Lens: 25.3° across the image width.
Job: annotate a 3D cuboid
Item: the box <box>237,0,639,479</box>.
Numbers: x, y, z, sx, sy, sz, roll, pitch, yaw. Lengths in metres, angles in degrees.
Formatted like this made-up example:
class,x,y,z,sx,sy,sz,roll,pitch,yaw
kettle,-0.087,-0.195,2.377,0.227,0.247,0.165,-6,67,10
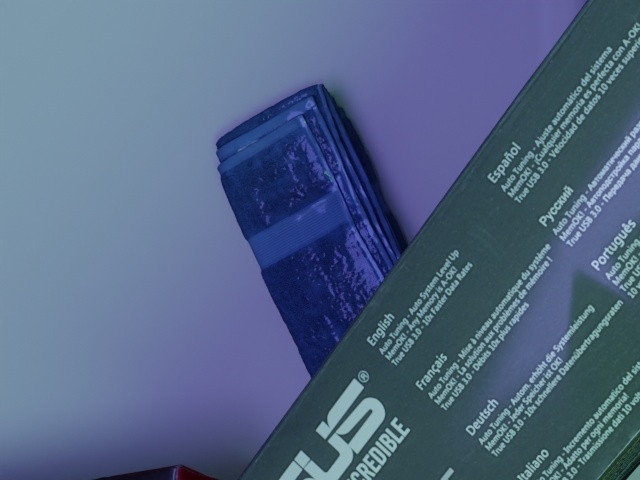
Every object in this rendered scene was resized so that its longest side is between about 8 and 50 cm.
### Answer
class,x,y,z,sx,sy,sz,roll,pitch,yaw
box,0.093,0.016,0.440,0.076,0.242,0.307,42,115,15

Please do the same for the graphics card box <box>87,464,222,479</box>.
class,x,y,z,sx,sy,sz,roll,pitch,yaw
graphics card box,-0.193,0.244,0.652,0.370,0.094,0.233,-13,60,29

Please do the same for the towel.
class,x,y,z,sx,sy,sz,roll,pitch,yaw
towel,0.000,0.000,0.605,0.067,0.029,0.119,-27,86,29
